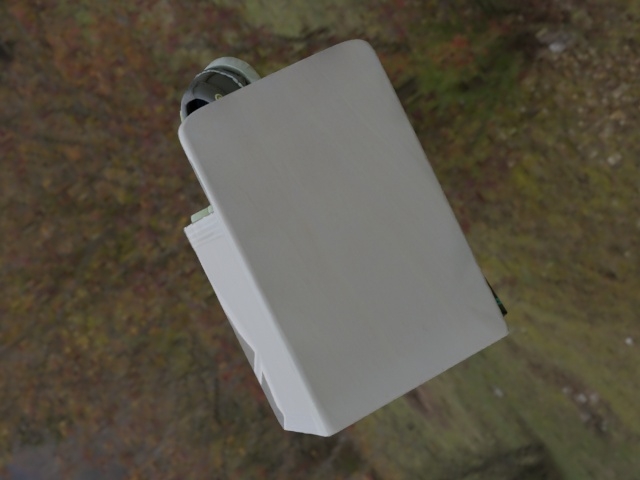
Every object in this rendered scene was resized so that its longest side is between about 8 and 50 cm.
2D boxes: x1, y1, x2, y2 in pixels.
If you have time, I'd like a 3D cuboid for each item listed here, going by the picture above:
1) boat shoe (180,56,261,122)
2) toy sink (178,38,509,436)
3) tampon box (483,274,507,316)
[{"bbox_3d":[-0.076,-0.062,1.493,0.109,0.091,0.305,-11,114,33],"label":"boat shoe"},{"bbox_3d":[0.000,0.000,0.908,0.234,0.152,0.131,63,162,-3],"label":"toy sink"},{"bbox_3d":[0.056,0.031,1.083,0.101,0.120,0.161,-45,67,35],"label":"tampon box"}]
